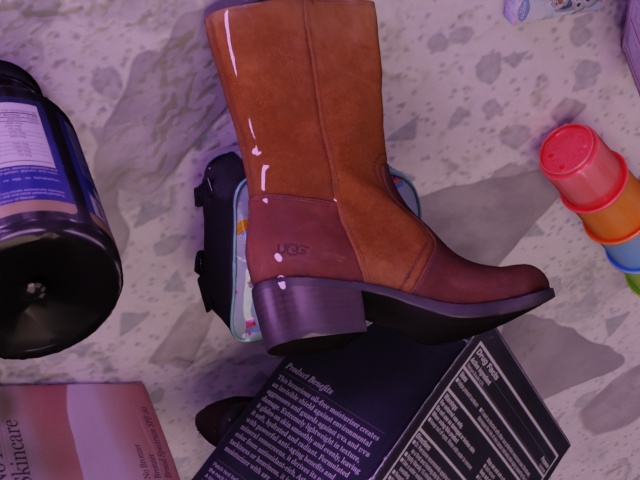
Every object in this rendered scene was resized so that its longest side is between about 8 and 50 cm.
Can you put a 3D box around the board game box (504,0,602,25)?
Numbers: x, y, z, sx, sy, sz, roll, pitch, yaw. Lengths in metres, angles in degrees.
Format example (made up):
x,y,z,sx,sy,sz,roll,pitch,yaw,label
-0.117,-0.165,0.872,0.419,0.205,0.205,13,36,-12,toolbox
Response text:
x,y,z,sx,sy,sz,roll,pitch,yaw,label
0.207,-0.234,1.012,0.090,0.020,0.090,-13,135,-17,board game box

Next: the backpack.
x,y,z,sx,sy,sz,roll,pitch,yaw,label
0.000,0.000,1.032,0.188,0.144,0.166,-11,114,-30,backpack

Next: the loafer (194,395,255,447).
x,y,z,sx,sy,sz,roll,pitch,yaw,label
-0.050,0.197,1.261,0.220,0.078,0.080,26,80,-52,loafer

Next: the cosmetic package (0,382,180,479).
x,y,z,sx,sy,sz,roll,pitch,yaw,label
-0.298,0.226,1.094,0.296,0.153,0.129,1,128,-30,cosmetic package

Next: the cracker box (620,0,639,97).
x,y,z,sx,sy,sz,roll,pitch,yaw,label
0.347,-0.205,0.992,0.155,0.067,0.232,-18,164,5,cracker box

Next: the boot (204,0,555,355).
x,y,z,sx,sy,sz,roll,pitch,yaw,label
0.049,-0.056,0.944,0.264,0.281,0.096,-4,163,-18,boot

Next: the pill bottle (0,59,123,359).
x,y,z,sx,sy,sz,roll,pitch,yaw,label
-0.222,-0.032,0.835,0.122,0.219,0.123,-14,135,-15,pill bottle

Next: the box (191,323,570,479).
x,y,z,sx,sy,sz,roll,pitch,yaw,label
0.072,0.229,1.195,0.294,0.182,0.296,-52,139,-13,box

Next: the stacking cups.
x,y,z,sx,sy,sz,roll,pitch,yaw,label
0.331,-0.021,1.234,0.096,0.096,0.316,-38,134,10,stacking cups
